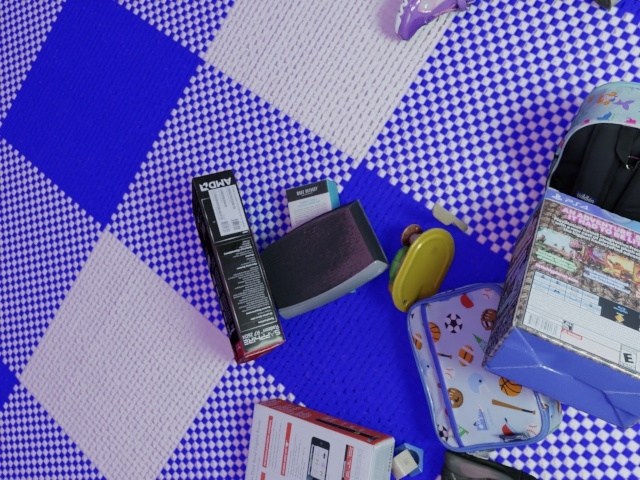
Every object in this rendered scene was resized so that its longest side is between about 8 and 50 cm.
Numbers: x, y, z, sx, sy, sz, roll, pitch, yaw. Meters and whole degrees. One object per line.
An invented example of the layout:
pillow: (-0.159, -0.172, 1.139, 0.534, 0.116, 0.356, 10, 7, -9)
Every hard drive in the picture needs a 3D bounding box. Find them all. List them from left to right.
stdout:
hard drive: (-0.005, 0.040, 1.174, 0.254, 0.054, 0.172, -28, 77, 18)

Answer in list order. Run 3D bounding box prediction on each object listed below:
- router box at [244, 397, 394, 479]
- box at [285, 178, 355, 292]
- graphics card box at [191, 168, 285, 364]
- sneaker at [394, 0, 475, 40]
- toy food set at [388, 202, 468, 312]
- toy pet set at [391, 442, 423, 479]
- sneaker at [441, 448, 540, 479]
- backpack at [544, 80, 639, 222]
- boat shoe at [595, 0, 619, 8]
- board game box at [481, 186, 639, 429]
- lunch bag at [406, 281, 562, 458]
router box: (-0.019, 0.522, 1.162, 0.301, 0.082, 0.336, 8, 90, 37)
box: (0.000, 0.000, 1.238, 0.100, 0.060, 0.244, -12, 82, 21)
graphics card box: (-0.182, 0.064, 1.217, 0.094, 0.233, 0.371, -17, 78, -15)
sneaker: (0.251, -0.490, 1.156, 0.104, 0.095, 0.236, 46, 102, 11)
toy food set: (0.193, 0.031, 1.141, 0.071, 0.128, 0.218, 35, 102, 50)
toy pet set: (0.150, 0.443, 1.160, 0.122, 0.065, 0.114, 57, 141, 19)
sneaker: (0.327, 0.482, 1.060, 0.227, 0.087, 0.130, 12, 93, 26)
backpack: (0.504, -0.139, 0.938, 0.225, 0.253, 0.191, 24, 71, 23)
boat shoe: (0.480, -0.572, 1.060, 0.103, 0.113, 0.302, -37, 84, 15)
board game box: (0.413, 0.097, 0.903, 0.232, 0.141, 0.291, 23, 54, 9)
lunch bag: (0.288, 0.237, 1.060, 0.243, 0.115, 0.304, -21, 76, 37)
